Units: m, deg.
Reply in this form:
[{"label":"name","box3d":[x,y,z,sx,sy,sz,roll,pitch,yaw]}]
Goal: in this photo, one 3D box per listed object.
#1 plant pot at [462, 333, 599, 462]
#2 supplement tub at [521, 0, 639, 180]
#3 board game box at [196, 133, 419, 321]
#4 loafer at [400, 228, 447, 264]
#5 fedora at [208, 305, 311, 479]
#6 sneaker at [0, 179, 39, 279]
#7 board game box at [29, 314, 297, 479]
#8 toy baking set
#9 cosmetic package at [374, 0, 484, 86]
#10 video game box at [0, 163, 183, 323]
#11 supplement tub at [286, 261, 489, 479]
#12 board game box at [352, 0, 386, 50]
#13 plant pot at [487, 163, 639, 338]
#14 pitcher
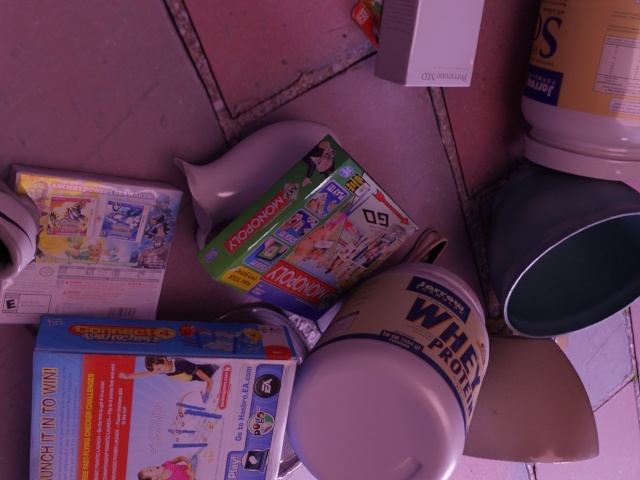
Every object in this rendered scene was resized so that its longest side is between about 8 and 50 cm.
[{"label":"plant pot","box3d":[0.331,0.260,1.409,0.284,0.284,0.190,4,85,-35]},{"label":"supplement tub","box3d":[0.443,-0.277,1.250,0.241,0.241,0.331,-5,112,-33]},{"label":"board game box","box3d":[0.000,0.000,1.076,0.213,0.046,0.317,-43,155,7]},{"label":"loafer","box3d":[0.161,0.040,1.320,0.045,0.039,0.125,31,91,-39]},{"label":"fedora","box3d":[-0.088,0.245,1.185,0.244,0.124,0.275,-26,122,-23]},{"label":"sneaker","box3d":[-0.442,-0.032,0.797,0.331,0.146,0.122,11,106,-23]},{"label":"board game box","box3d":[-0.203,0.251,1.027,0.302,0.086,0.308,5,113,-14]},{"label":"toy baking set","box3d":[0.389,0.131,1.524,0.256,0.030,0.196,14,107,-31]},{"label":"cosmetic package","box3d":[0.153,-0.325,1.091,0.117,0.085,0.231,-6,112,-30]},{"label":"video game box","box3d":[-0.287,0.011,1.000,0.205,0.048,0.187,6,109,-35]},{"label":"supplement tub","box3d":[0.107,0.182,1.143,0.325,0.235,0.235,-49,143,-61]},{"label":"board game box","box3d":[0.162,-0.368,1.154,0.259,0.039,0.124,-48,127,-4]},{"label":"plant pot","box3d":[0.393,-0.006,1.328,0.293,0.196,0.293,-12,139,-11]},{"label":"pitcher","box3d":[-0.075,-0.064,1.078,0.207,0.125,0.177,-20,142,-16]}]
